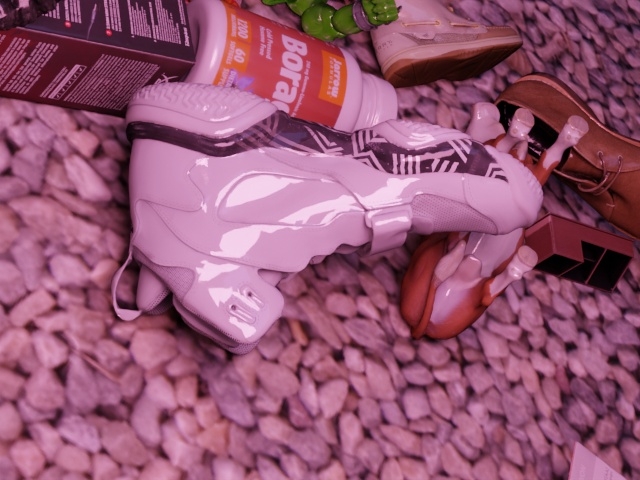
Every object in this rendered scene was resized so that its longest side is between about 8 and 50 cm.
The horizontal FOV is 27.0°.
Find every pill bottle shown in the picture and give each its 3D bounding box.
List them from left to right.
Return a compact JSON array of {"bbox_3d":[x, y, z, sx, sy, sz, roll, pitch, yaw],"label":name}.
[{"bbox_3d":[-0.039,-0.143,1.270,0.216,0.121,0.121,16,54,-29],"label":"pill bottle"}]

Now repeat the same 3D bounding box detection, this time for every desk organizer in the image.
[{"bbox_3d":[0.291,0.015,1.484,0.130,0.047,0.050,16,57,-30],"label":"desk organizer"}]

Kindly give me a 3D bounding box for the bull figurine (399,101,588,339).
[{"bbox_3d":[0.168,-0.038,1.333,0.101,0.188,0.310,27,54,-8],"label":"bull figurine"}]

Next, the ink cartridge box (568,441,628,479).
[{"bbox_3d":[0.291,0.378,1.241,0.261,0.066,0.296,36,46,-15],"label":"ink cartridge box"}]

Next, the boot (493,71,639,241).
[{"bbox_3d":[0.315,-0.069,1.473,0.305,0.112,0.115,37,28,13],"label":"boot"}]

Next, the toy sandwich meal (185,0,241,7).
[{"bbox_3d":[-0.112,-0.250,1.345,0.085,0.029,0.085,20,53,-28],"label":"toy sandwich meal"}]

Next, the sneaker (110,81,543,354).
[{"bbox_3d":[0.000,0.000,1.138,0.366,0.137,0.210,11,80,-4],"label":"sneaker"}]

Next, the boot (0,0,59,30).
[{"bbox_3d":[-0.360,-0.242,0.968,0.348,0.131,0.260,-25,69,-7],"label":"boot"}]

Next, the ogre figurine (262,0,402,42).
[{"bbox_3d":[-0.002,-0.290,1.395,0.197,0.118,0.097,49,41,-5],"label":"ogre figurine"}]

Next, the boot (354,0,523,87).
[{"bbox_3d":[0.124,-0.263,1.508,0.213,0.077,0.165,-14,71,-39],"label":"boot"}]

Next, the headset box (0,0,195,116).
[{"bbox_3d":[-0.273,-0.242,1.156,0.293,0.110,0.218,6,60,-36],"label":"headset box"}]
